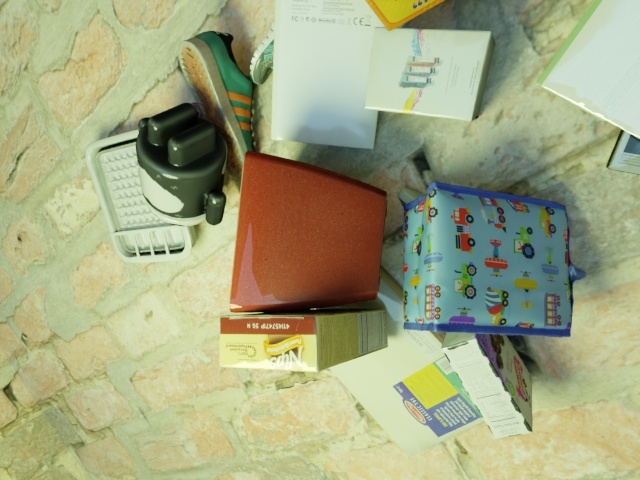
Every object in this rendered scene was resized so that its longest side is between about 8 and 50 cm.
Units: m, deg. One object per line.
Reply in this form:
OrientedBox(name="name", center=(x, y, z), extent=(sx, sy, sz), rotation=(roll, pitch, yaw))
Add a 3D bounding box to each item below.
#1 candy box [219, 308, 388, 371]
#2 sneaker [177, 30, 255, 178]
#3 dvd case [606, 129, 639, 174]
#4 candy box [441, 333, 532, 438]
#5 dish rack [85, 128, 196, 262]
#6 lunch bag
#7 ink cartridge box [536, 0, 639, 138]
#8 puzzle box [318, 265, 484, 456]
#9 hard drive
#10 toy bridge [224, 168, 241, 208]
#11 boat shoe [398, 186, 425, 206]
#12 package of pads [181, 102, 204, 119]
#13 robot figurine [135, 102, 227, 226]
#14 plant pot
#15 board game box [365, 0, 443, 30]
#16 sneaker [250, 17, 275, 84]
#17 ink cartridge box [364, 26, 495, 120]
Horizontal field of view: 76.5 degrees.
OrientedBox(name="candy box", center=(-0.012, 0.172, 0.750), extent=(0.183, 0.317, 0.087), rotation=(-5, 82, 27))
OrientedBox(name="sneaker", center=(-0.181, -0.278, 0.857), extent=(0.108, 0.121, 0.301), rotation=(19, 138, 35))
OrientedBox(name="dvd case", center=(0.555, -0.201, 0.577), extent=(0.180, 0.030, 0.238), rotation=(16, 115, 19))
OrientedBox(name="candy box", center=(0.318, 0.232, 0.764), extent=(0.070, 0.165, 0.196), rotation=(-30, 94, 32))
OrientedBox(name="dish rack", center=(-0.456, -0.110, 1.061), extent=(0.286, 0.072, 0.332), rotation=(-4, 106, 27))
OrientedBox(name="lunch bag", center=(0.294, 0.041, 0.657), extent=(0.294, 0.138, 0.220), rotation=(4, 79, -8))
OrientedBox(name="ink cartridge box", center=(0.459, -0.239, 0.560), extent=(0.235, 0.056, 0.171), rotation=(41, 125, 19))
OrientedBox(name="puzzle box", center=(0.163, 0.274, 0.917), extent=(0.409, 0.052, 0.272), rotation=(48, 120, 3))
OrientedBox(name="hard drive", center=(0.016, -0.334, 0.747), extent=(0.203, 0.040, 0.307), rotation=(7, 112, 5))
OrientedBox(name="toy bridge", center=(-0.232, -0.152, 0.966), extent=(0.188, 0.026, 0.063), rotation=(41, 119, 8))
OrientedBox(name="boat shoe", center=(0.229, -0.016, 0.769), extent=(0.219, 0.078, 0.070), rotation=(39, 118, 6))
OrientedBox(name="package of pads", center=(-0.294, -0.275, 0.937), extent=(0.032, 0.050, 0.083), rotation=(12, 113, 21))
OrientedBox(name="robot figurine", center=(-0.288, -0.145, 0.843), extent=(0.278, 0.174, 0.208), rotation=(120, 146, -56))
OrientedBox(name="plant pot", center=(0.000, 0.000, 0.761), extent=(0.236, 0.267, 0.266), rotation=(6, 89, 8))
OrientedBox(name="board game box", center=(0.123, -0.538, 0.413), extent=(0.357, 0.356, 0.355), rotation=(-18, 77, 29))
OrientedBox(name="sneaker", center=(-0.076, -0.370, 0.797), extent=(0.076, 0.065, 0.166), rotation=(42, 122, 2))
OrientedBox(name="ink cartridge box", center=(0.179, -0.273, 0.670), extent=(0.177, 0.128, 0.127), rotation=(15, 114, 21))
